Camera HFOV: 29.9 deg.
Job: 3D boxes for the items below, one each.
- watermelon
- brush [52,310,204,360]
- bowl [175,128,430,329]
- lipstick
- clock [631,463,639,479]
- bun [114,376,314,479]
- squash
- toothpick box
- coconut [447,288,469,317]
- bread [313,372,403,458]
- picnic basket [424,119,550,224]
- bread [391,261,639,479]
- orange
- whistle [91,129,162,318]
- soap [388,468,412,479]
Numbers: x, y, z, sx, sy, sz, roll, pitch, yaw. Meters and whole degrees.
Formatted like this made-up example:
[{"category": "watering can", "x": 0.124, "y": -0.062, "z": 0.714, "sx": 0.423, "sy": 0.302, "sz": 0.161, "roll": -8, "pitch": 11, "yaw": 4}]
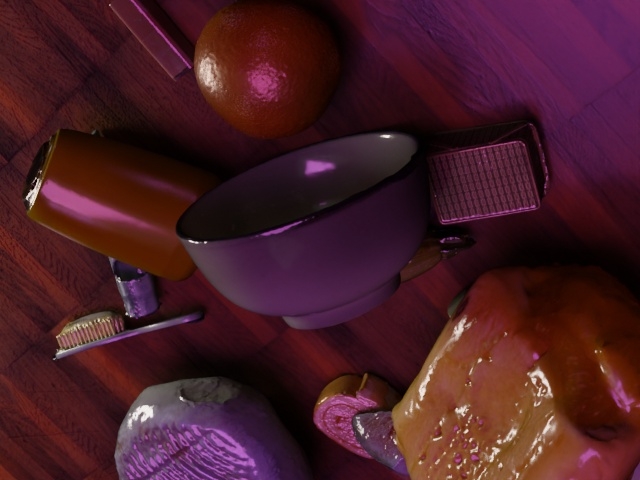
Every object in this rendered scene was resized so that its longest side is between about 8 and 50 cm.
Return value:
[{"category": "watermelon", "x": 0.124, "y": 0.314, "z": 1.852, "sx": 0.180, "sy": 0.081, "sz": 0.094, "roll": 9, "pitch": 94, "yaw": 20}, {"category": "brush", "x": -0.329, "y": 0.140, "z": 2.005, "sx": 0.297, "sy": 0.068, "sz": 0.060, "roll": -16, "pitch": 90, "yaw": 21}, {"category": "bowl", "x": 0.000, "y": 0.000, "z": 1.635, "sx": 0.354, "sy": 0.354, "sz": 0.185, "roll": -13, "pitch": 110, "yaw": 24}, {"category": "lipstick", "x": -0.237, "y": -0.301, "z": 1.735, "sx": 0.045, "sy": 0.045, "sz": 0.145, "roll": -34, "pitch": 102, "yaw": 31}, {"category": "clock", "x": 0.583, "y": 0.237, "z": 1.722, "sx": 0.324, "sy": 0.108, "sz": 0.265, "roll": -5, "pitch": 114, "yaw": 20}, {"category": "bun", "x": -0.167, "y": 0.365, "z": 1.988, "sx": 0.354, "sy": 0.194, "sz": 0.354, "roll": 10, "pitch": 122, "yaw": 15}, {"category": "squash", "x": 0.065, "y": 0.032, "z": 1.789, "sx": 0.341, "sy": 0.094, "sz": 0.094, "roll": -8, "pitch": 115, "yaw": 21}, {"category": "toothpick box", "x": -0.295, "y": -0.059, "z": 1.768, "sx": 0.271, "sy": 0.175, "sz": 0.175, "roll": 21, "pitch": 124, "yaw": -17}, {"category": "coconut", "x": 0.232, "y": 0.106, "z": 1.783, "sx": 0.082, "sy": 0.083, "sz": 0.081, "roll": -19, "pitch": 119, "yaw": 4}, {"category": "bread", "x": 0.070, "y": 0.278, "z": 1.939, "sx": 0.149, "sy": 0.073, "sz": 0.122, "roll": 33, "pitch": 117, "yaw": -4}, {"category": "picnic basket", "x": 0.229, "y": -0.096, "z": 1.671, "sx": 0.164, "sy": 0.079, "sz": 0.115, "roll": -9, "pitch": 114, "yaw": 22}, {"category": "bread", "x": 0.317, "y": 0.233, "z": 1.627, "sx": 0.250, "sy": 0.361, "sz": 0.394, "roll": 3, "pitch": 129, "yaw": -34}, {"category": "orange", "x": -0.072, "y": -0.236, "z": 1.634, "sx": 0.206, "sy": 0.206, "sz": 0.206, "roll": 8, "pitch": 120, "yaw": 14}, {"category": "whistle", "x": -0.320, "y": -0.023, "z": 1.905, "sx": 0.062, "sy": 0.062, "sz": 0.312, "roll": -3, "pitch": 116, "yaw": 20}, {"category": "soap", "x": 0.260, "y": 0.370, "z": 1.889, "sx": 0.274, "sy": 0.089, "sz": 0.173, "roll": 32, "pitch": 129, "yaw": 11}]
